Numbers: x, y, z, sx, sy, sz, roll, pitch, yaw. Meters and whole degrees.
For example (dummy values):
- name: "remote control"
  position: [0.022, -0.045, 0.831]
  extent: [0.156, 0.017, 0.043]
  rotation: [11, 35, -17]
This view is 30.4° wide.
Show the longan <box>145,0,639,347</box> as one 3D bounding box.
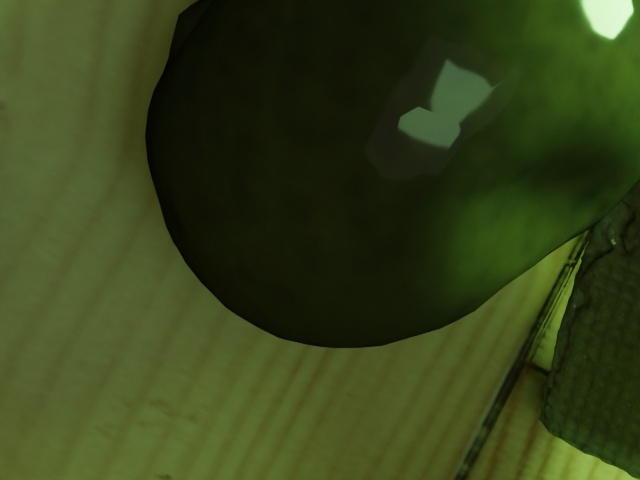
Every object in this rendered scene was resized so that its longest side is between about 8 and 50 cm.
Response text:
- name: "longan"
  position: [0.053, -0.097, 0.715]
  extent: [0.350, 0.288, 0.288]
  rotation: [-46, 107, -10]

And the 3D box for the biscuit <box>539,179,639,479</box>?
- name: "biscuit"
  position: [0.259, -0.024, 0.798]
  extent: [0.078, 0.144, 0.426]
  rotation: [-26, 132, -51]
